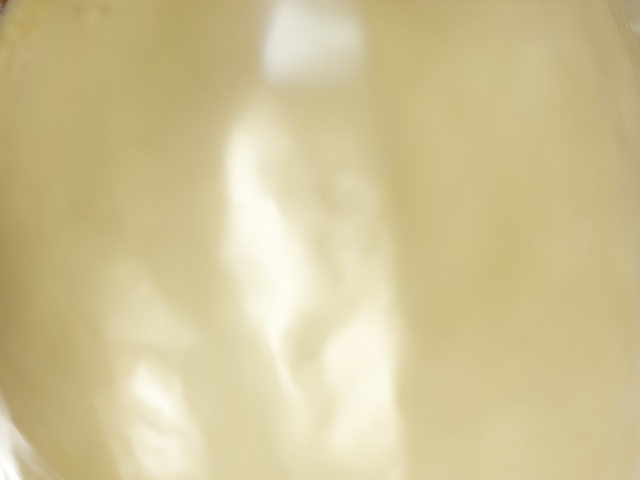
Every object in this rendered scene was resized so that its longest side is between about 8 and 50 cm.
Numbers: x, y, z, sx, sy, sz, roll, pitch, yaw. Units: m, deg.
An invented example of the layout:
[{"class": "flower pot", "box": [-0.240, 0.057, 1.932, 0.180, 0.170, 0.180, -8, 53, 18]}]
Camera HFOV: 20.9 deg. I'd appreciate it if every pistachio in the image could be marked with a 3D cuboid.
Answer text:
[{"class": "pistachio", "box": [0.000, 0.000, 0.493, 0.230, 0.230, 0.309, 26, 139, 50]}]
